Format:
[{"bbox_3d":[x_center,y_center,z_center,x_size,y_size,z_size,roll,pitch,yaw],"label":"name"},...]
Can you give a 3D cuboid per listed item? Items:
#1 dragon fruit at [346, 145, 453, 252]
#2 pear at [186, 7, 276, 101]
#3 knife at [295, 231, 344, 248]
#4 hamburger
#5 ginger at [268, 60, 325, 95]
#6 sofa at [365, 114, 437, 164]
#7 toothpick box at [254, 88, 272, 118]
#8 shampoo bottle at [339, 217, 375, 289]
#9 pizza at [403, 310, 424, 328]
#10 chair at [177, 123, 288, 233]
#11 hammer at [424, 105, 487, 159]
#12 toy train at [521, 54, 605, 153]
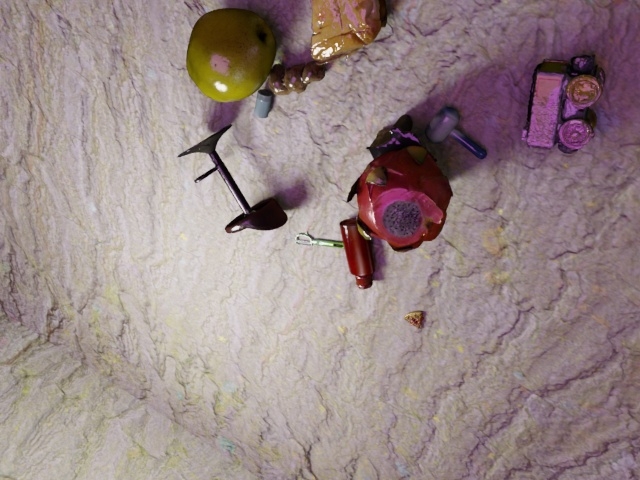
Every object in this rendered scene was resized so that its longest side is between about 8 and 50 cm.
[{"bbox_3d":[0.223,-0.101,1.618,0.290,0.189,0.291,8,118,16],"label":"dragon fruit"},{"bbox_3d":[-0.275,-0.575,1.801,0.294,0.294,0.294,14,123,22],"label":"pear"},{"bbox_3d":[0.000,0.000,2.153,0.212,0.015,0.054,8,113,26],"label":"knife"},{"bbox_3d":[0.090,-0.648,1.623,0.209,0.162,0.330,16,122,17],"label":"hamburger"},{"bbox_3d":[-0.077,-0.517,1.844,0.204,0.080,0.104,0,112,31],"label":"ginger"},{"bbox_3d":[0.275,-0.240,1.756,0.182,0.200,0.258,-20,106,24],"label":"sofa"},{"bbox_3d":[-0.193,-0.461,1.959,0.052,0.052,0.083,27,128,12],"label":"toothpick box"},{"bbox_3d":[0.138,0.049,2.074,0.102,0.064,0.260,0,118,24],"label":"shampoo bottle"},{"bbox_3d":[0.349,0.296,2.128,0.083,0.025,0.078,-29,99,37],"label":"pizza"},{"bbox_3d":[-0.307,-0.187,2.077,0.226,0.226,0.401,-22,106,36],"label":"chair"},{"bbox_3d":[0.409,-0.303,1.717,0.194,0.069,0.116,36,128,-1],"label":"hammer"},{"bbox_3d":[0.633,-0.353,1.516,0.177,0.134,0.261,12,123,23],"label":"toy train"}]
